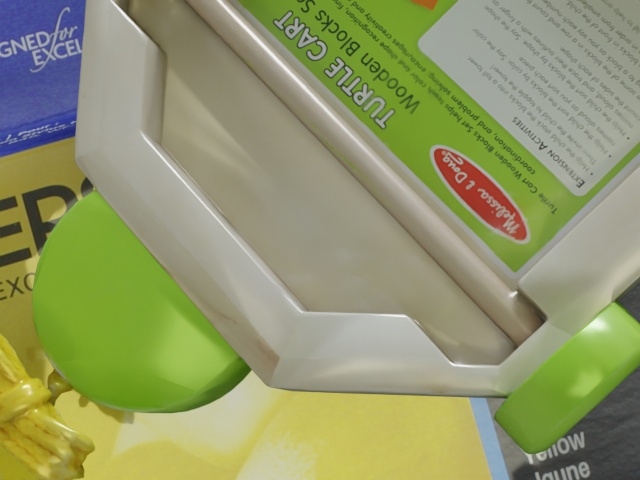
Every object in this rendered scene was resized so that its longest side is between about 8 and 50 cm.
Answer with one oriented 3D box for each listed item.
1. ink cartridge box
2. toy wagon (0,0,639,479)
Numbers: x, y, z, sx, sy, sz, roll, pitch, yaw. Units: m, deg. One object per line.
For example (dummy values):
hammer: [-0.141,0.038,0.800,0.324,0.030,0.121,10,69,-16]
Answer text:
ink cartridge box: [0.000,0.000,0.478,0.303,0.072,0.307,-17,92,-2]
toy wagon: [0.016,-0.054,0.399,0.344,0.068,0.267,-44,75,2]
